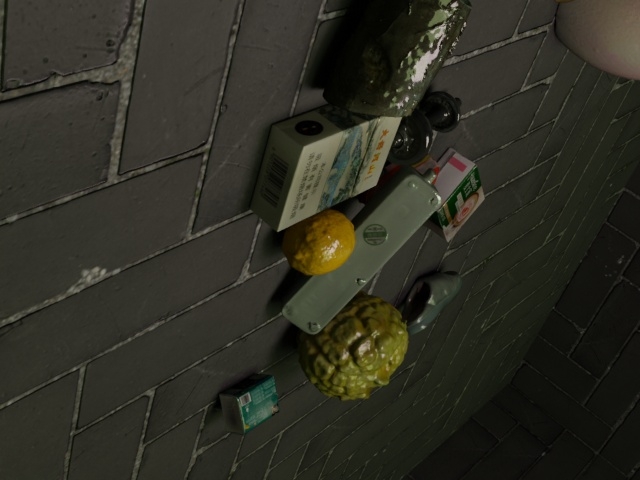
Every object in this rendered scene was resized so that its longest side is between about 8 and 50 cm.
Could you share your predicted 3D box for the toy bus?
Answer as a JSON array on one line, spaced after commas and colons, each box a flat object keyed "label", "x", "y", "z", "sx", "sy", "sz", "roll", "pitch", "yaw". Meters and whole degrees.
[{"label": "toy bus", "x": 0.150, "y": -0.109, "z": 1.709, "sx": 0.174, "sy": 0.077, "sz": 0.079, "roll": -31, "pitch": 149, "yaw": -39}]

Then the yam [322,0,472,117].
[{"label": "yam", "x": 0.118, "y": -0.294, "z": 1.308, "sx": 0.154, "sy": 0.154, "sz": 0.255, "roll": -10, "pitch": 130, "yaw": -57}]

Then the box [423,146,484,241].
[{"label": "box", "x": 0.278, "y": -0.096, "z": 1.963, "sx": 0.135, "sy": 0.081, "sz": 0.199, "roll": -49, "pitch": 158, "yaw": -5}]

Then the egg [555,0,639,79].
[{"label": "egg", "x": 0.722, "y": -0.485, "z": 1.887, "sx": 0.354, "sy": 0.340, "sz": 0.355, "roll": -39, "pitch": 152, "yaw": -25}]

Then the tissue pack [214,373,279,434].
[{"label": "tissue pack", "x": -0.148, "y": 0.322, "z": 1.798, "sx": 0.111, "sy": 0.079, "sz": 0.085, "roll": -25, "pitch": 110, "yaw": -49}]

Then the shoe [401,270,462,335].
[{"label": "shoe", "x": 0.268, "y": 0.135, "z": 2.275, "sx": 0.251, "sy": 0.103, "sz": 0.100, "roll": -47, "pitch": 116, "yaw": -43}]

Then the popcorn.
[{"label": "popcorn", "x": 0.064, "y": 0.200, "z": 1.877, "sx": 0.236, "sy": 0.252, "sz": 0.206, "roll": -16, "pitch": 126, "yaw": 2}]

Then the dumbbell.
[{"label": "dumbbell", "x": 0.188, "y": -0.212, "z": 1.611, "sx": 0.254, "sy": 0.110, "sz": 0.110, "roll": -33, "pitch": 151, "yaw": -47}]

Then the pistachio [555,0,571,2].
[{"label": "pistachio", "x": 0.419, "y": -0.501, "z": 1.577, "sx": 0.131, "sy": 0.129, "sz": 0.206, "roll": -62, "pitch": 152, "yaw": -17}]

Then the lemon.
[{"label": "lemon", "x": 0.000, "y": 0.000, "z": 1.552, "sx": 0.155, "sy": 0.114, "sz": 0.114, "roll": -25, "pitch": 146, "yaw": -51}]

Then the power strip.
[{"label": "power strip", "x": 0.076, "y": 0.012, "z": 1.645, "sx": 0.385, "sy": 0.091, "sz": 0.062, "roll": -48, "pitch": -159, "yaw": 17}]

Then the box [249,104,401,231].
[{"label": "box", "x": 0.014, "y": -0.132, "z": 1.439, "sx": 0.256, "sy": 0.069, "sz": 0.164, "roll": -27, "pitch": 147, "yaw": -43}]
